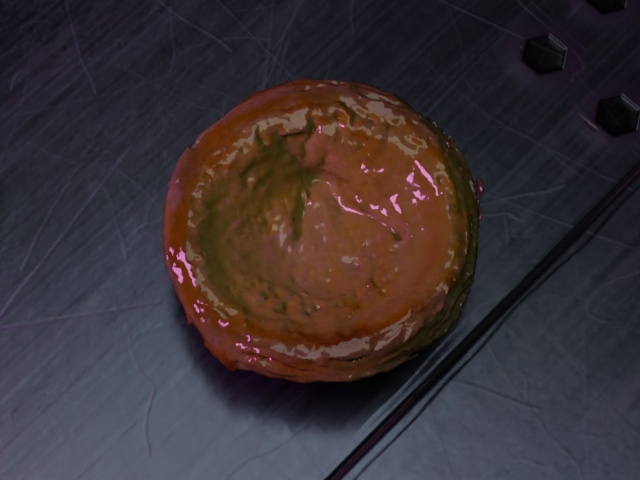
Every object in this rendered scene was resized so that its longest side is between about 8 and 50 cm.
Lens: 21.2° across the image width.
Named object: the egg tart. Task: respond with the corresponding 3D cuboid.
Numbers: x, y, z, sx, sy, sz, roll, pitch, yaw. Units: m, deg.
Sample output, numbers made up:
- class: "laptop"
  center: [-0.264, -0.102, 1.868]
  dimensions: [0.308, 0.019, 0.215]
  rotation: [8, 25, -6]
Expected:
- class: "egg tart"
  center: [0.000, 0.000, 1.619]
  dimensions: [0.315, 0.120, 0.315]
  rotation: [0, 69, 0]
